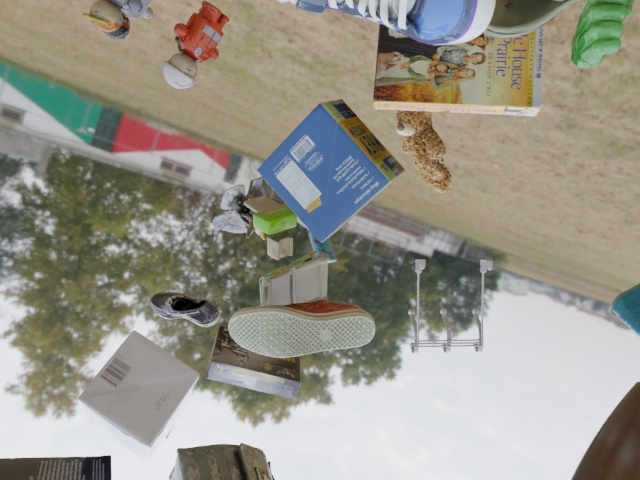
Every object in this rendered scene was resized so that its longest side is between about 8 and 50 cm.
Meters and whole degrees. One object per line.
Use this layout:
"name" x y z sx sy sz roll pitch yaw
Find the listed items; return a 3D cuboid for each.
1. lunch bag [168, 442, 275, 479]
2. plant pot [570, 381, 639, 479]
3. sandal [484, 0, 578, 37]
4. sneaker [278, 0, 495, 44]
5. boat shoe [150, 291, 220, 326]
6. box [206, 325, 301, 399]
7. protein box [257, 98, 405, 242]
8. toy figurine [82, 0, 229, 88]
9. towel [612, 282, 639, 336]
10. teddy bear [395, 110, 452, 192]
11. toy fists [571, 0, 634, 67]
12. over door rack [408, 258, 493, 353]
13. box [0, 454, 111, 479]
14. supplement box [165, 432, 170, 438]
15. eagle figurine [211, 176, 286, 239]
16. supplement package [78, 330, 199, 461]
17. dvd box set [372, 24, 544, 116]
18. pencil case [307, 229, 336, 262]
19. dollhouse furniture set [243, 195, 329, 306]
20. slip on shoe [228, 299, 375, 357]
"lunch bag" -0.243 0.689 1.515 0.287 0.169 0.235 5 -148 -28
"plant pot" 0.578 0.376 0.974 0.215 0.230 0.215 22 171 4
"sandal" 0.375 -0.416 0.859 0.303 0.120 0.086 -20 165 9
"sneaker" 0.041 -0.342 0.743 0.236 0.130 0.323 -16 -135 -28
"boat shoe" -0.330 0.148 1.320 0.206 0.075 0.065 10 140 29
"box" -0.168 0.312 1.437 0.231 0.056 0.183 16 -163 -8
"protein box" 0.023 -0.144 1.136 0.201 0.200 0.136 48 -154 1
"toy figurine" -0.274 -0.360 0.937 0.209 0.148 0.213 30 -172 -23
"towel" 0.710 0.132 0.956 0.040 0.271 0.370 52 -168 -18
"teddy bear" 0.335 -0.301 1.842 0.245 0.113 0.338 63 180 43
"toy fists" 0.596 -0.505 1.153 0.096 0.279 0.142 13 176 16
"over door rack" 0.413 0.204 1.790 0.239 0.324 0.108 0 -165 -5
"box" -0.599 0.619 1.133 0.294 0.296 0.183 8 -177 -21
"supplement box" -0.455 0.520 1.623 0.062 0.098 0.036 8 144 25
"eagle figurine" -0.250 -0.099 1.913 0.226 0.225 0.298 -1 -164 -21
"supplement package" -0.402 0.358 1.245 0.175 0.177 0.293 33 148 1
"dvd box set" 0.357 -0.483 1.445 0.420 0.307 0.062 5 171 8
"pencil case" 0.000 0.000 1.711 0.064 0.151 0.070 -17 169 8
"dollhouse furniture set" -0.091 0.035 1.371 0.197 0.301 0.151 -18 -145 -31
"slip on shoe" -0.044 0.192 1.266 0.331 0.123 0.101 -1 -162 -14
